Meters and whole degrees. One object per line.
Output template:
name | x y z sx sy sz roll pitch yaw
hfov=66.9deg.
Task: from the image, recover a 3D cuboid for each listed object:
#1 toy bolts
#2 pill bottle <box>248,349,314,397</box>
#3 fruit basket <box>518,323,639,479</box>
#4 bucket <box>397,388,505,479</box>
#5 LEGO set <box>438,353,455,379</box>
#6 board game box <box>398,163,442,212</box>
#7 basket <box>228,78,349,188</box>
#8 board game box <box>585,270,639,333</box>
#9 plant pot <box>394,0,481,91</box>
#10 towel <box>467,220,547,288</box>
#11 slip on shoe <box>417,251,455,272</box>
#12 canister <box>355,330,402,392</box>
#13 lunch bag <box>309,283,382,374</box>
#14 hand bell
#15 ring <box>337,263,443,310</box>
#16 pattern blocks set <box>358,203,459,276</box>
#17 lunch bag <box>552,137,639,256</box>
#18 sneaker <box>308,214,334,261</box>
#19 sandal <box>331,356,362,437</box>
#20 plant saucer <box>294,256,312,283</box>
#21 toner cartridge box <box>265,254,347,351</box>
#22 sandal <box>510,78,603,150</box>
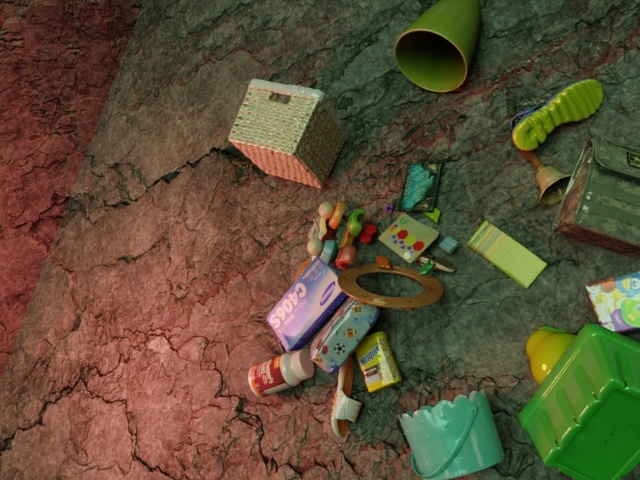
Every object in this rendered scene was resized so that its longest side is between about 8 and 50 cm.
toy bolts | 0.040 -0.007 1.704 0.158 0.218 0.229 20 55 -5
pill bottle | -0.141 0.478 1.751 0.221 0.121 0.121 -26 64 20
fruit basket | 0.686 0.380 1.254 0.282 0.392 0.392 25 87 7
bucket | 0.369 0.546 1.365 0.281 0.281 0.183 -25 68 20
LEGO set | 0.399 0.399 1.536 0.054 0.023 0.083 22 99 35
board game box | 0.355 -0.188 1.719 0.126 0.026 0.186 3 68 30
basket | -0.118 -0.407 1.865 0.328 0.331 0.267 18 80 25
board game box | 0.868 0.157 1.271 0.275 0.144 0.142 -20 66 24
plant pot | 0.451 -0.741 1.737 0.274 0.275 0.294 19 69 32
towel | 0.588 0.042 1.540 0.237 0.021 0.102 43 103 31
slip on shoe | 0.386 0.081 1.628 0.135 0.051 0.041 21 125 25
canister | 0.189 0.406 1.618 0.126 0.073 0.170 -29 64 20
lunch bag | 0.088 0.288 1.628 0.115 0.243 0.303 39 95 0
hand bell | 0.691 -0.238 1.532 0.126 0.126 0.242 -33 50 17
ring | 0.221 0.149 1.551 0.336 0.336 0.032 14 111 32
pattern blocks set | 0.300 -0.010 1.675 0.285 0.026 0.325 -38 48 0
lunch bag | 0.822 -0.130 1.338 0.235 0.169 0.287 20 84 6
sneaker | 0.000 0.000 1.842 0.092 0.088 0.225 -14 51 35
sandal | 0.098 0.521 1.616 0.076 0.102 0.266 -2 72 32
plant saucer | -0.016 0.153 1.832 0.199 0.037 0.200 -9 70 27
toner cartridge box | -0.043 0.228 1.756 0.348 0.075 0.165 -52 61 21
sandal | 0.735 -0.412 1.543 0.317 0.126 0.138 -28 21 6
